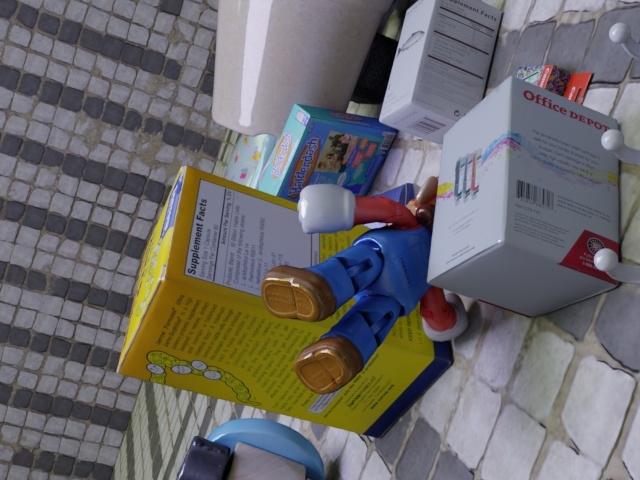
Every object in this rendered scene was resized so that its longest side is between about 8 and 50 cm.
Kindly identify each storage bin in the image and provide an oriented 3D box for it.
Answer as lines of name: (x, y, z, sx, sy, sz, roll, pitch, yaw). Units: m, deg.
storage bin: (0.077, -0.335, 1.466, 0.180, 0.084, 0.122, -144, 73, -71)

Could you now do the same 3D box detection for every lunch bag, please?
lunch bag: (-0.149, -0.170, 1.882, 0.262, 0.160, 0.223, -141, 70, -78)

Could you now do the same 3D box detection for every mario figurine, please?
mario figurine: (0.069, 0.033, 0.823, 0.170, 0.320, 0.198, 29, 131, 31)

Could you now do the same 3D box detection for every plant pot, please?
plant pot: (-0.049, -0.330, 1.285, 0.334, 0.334, 0.305, -120, 41, -68)

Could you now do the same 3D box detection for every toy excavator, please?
toy excavator: (-0.133, 0.434, 1.220, 0.445, 0.222, 0.433, -81, 13, -74)

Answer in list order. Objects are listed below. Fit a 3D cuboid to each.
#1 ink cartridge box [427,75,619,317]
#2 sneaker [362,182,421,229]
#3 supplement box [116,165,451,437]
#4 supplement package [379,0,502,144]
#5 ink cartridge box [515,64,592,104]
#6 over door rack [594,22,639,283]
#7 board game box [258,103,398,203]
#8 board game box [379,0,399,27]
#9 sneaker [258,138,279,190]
ink cartridge box: (0.194, -0.038, 0.726, 0.127, 0.128, 0.176, 140, 145, -60)
sneaker: (-0.001, 0.000, 1.144, 0.315, 0.182, 0.127, -32, 39, 48)
supplement box: (-0.045, 0.085, 0.958, 0.194, 0.356, 0.195, -90, 24, -46)
supplement package: (0.166, -0.242, 1.056, 0.105, 0.105, 0.179, 160, 126, -70)
ink cartridge box: (0.249, -0.162, 0.847, 0.115, 0.029, 0.063, -143, 72, -72)
over door rack: (0.304, -0.117, 0.502, 0.324, 0.108, 0.239, 148, 136, -64)
board game box: (0.015, -0.133, 1.254, 0.047, 0.210, 0.160, 44, 118, 36)
board game box: (0.124, -0.620, 1.444, 0.318, 0.066, 0.318, -56, 38, 27)
sneaker: (-0.047, -0.207, 1.729, 0.152, 0.114, 0.305, -90, 25, -80)
